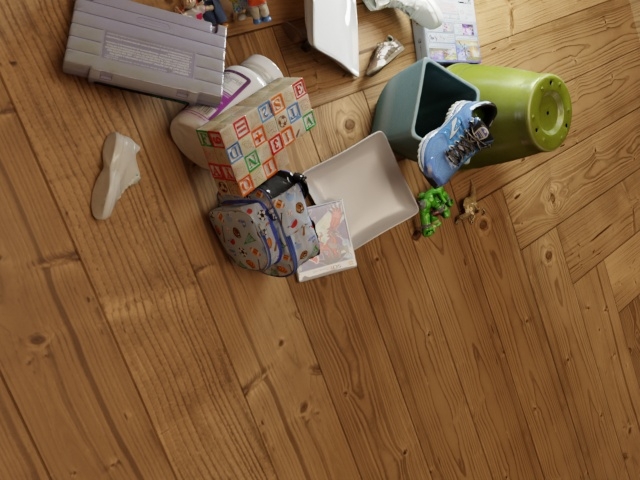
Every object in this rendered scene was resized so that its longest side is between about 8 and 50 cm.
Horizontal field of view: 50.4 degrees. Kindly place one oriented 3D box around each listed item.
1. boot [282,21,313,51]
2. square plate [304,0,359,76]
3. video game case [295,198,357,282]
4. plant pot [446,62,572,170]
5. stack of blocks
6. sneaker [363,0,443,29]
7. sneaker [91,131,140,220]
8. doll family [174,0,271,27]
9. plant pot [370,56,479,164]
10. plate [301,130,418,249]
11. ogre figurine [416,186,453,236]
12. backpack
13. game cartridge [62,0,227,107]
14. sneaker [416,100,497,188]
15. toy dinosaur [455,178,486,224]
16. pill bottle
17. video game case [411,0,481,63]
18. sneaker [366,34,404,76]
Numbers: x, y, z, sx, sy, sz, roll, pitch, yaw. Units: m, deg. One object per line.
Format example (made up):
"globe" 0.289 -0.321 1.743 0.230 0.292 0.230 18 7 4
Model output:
"boot" -0.049 -0.601 1.958 0.118 0.042 0.087 48 55 -25
"square plate" 0.028 -0.669 1.934 0.347 0.049 0.344 3 83 -67
"video game case" 0.000 0.000 1.925 0.183 0.023 0.201 -15 96 -19
"plant pot" 0.595 -0.402 2.195 0.366 0.353 0.366 -6 100 -37
"stack of blocks" -0.142 -0.255 1.639 0.297 0.087 0.171 -42 129 -35
"sneaker" 0.235 -0.738 2.119 0.292 0.108 0.169 44 63 -2
"sneaker" -0.468 -0.142 1.590 0.094 0.080 0.212 23 72 -46
"doll family" -0.256 -0.620 1.725 0.263 0.118 0.163 -23 140 -6
"plant pot" 0.293 -0.363 2.060 0.248 0.252 0.247 19 75 -34
"plate" 0.115 -0.139 1.989 0.278 0.045 0.277 -30 106 -8
"ogre figurine" 0.370 -0.111 2.200 0.197 0.097 0.118 -35 120 -21
"backpack" -0.131 -0.032 1.726 0.213 0.276 0.263 -43 118 -26
"game cartridge" -0.400 -0.442 1.583 0.355 0.068 0.230 10 67 -20
"sneaker" 0.384 -0.279 1.875 0.130 0.147 0.330 46 63 -25
"toy dinosaur" 0.527 -0.121 2.343 0.092 0.053 0.183 39 65 -27
"pill bottle" -0.225 -0.333 1.723 0.169 0.169 0.301 51 60 -23
"video game case" 0.423 -0.717 2.302 0.269 0.061 0.244 -10 92 -37
"sneaker" 0.186 -0.577 2.125 0.071 0.066 0.188 49 54 -5
